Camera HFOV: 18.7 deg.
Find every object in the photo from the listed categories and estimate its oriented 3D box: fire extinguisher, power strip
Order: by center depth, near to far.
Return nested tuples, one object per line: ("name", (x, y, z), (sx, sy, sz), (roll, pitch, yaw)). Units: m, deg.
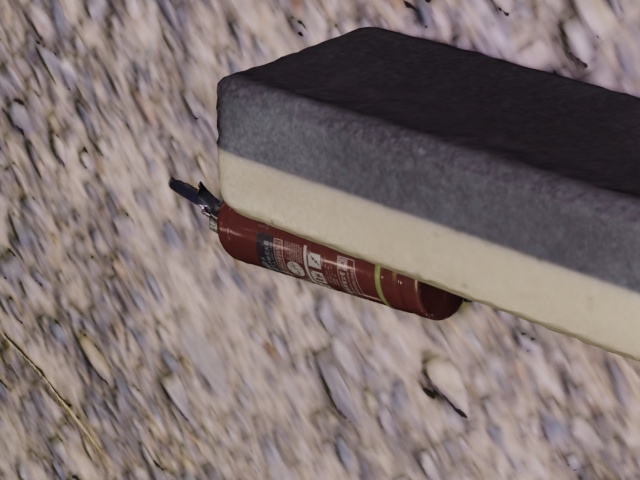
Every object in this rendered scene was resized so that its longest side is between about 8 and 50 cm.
("power strip", (0.072, -0.024, 0.779), (0.256, 0.105, 0.070), (22, 122, 39))
("fire extinguisher", (0.000, 0.000, 0.918), (0.158, 0.043, 0.064), (17, 165, 41))
